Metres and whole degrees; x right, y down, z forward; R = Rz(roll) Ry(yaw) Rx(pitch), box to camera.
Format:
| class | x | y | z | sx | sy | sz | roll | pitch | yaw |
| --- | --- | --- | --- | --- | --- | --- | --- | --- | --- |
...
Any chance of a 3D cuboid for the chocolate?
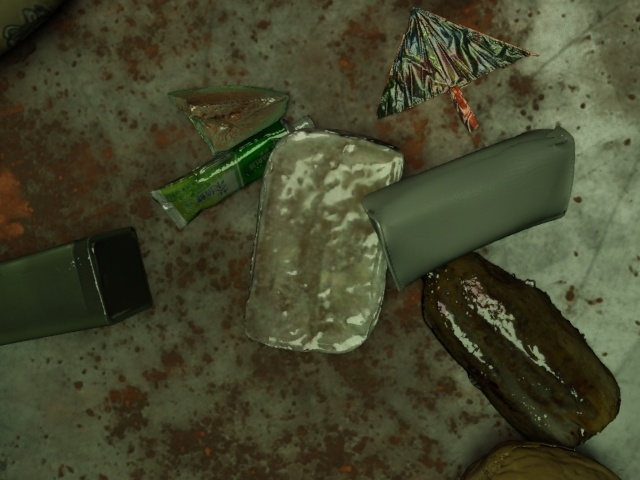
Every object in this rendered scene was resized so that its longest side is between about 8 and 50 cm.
| class | x | y | z | sx | sy | sz | roll | pitch | yaw |
| --- | --- | --- | --- | --- | --- | --- | --- | --- | --- |
| chocolate | 0.000 | 0.000 | 1.121 | 0.185 | 0.100 | 0.303 | 8 | 99 | -9 |

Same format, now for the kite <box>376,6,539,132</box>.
| class | x | y | z | sx | sy | sz | roll | pitch | yaw |
| --- | --- | --- | --- | --- | --- | --- | --- | --- | --- |
| kite | 0.173 | -0.235 | 1.126 | 0.232 | 0.009 | 0.189 | -25 | 92 | 9 |

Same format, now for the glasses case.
| class | x | y | z | sx | sy | sz | roll | pitch | yaw |
| --- | --- | --- | --- | --- | --- | --- | --- | --- | --- |
| glasses case | 0.193 | -0.047 | 1.073 | 0.308 | 0.083 | 0.128 | -22 | 114 | -19 |

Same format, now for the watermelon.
| class | x | y | z | sx | sy | sz | roll | pitch | yaw |
| --- | --- | --- | --- | --- | --- | --- | --- | --- | --- |
| watermelon | -0.119 | -0.170 | 1.144 | 0.155 | 0.080 | 0.101 | -17 | 110 | -9 |

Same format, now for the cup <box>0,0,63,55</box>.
| class | x | y | z | sx | sy | sz | roll | pitch | yaw |
| --- | --- | --- | --- | --- | --- | --- | --- | --- | --- |
| cup | -0.490 | -0.368 | 1.120 | 0.257 | 0.227 | 0.301 | -25 | 62 | -4 |

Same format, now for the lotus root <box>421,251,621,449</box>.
| class | x | y | z | sx | sy | sz | roll | pitch | yaw |
| --- | --- | --- | --- | --- | --- | --- | --- | --- | --- |
| lotus root | 0.266 | 0.148 | 1.119 | 0.329 | 0.078 | 0.167 | 44 | 97 | 1 |

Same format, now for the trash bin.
| class | x | y | z | sx | sy | sz | roll | pitch | yaw |
| --- | --- | --- | --- | --- | --- | --- | --- | --- | --- |
| trash bin | -0.382 | 0.071 | 1.146 | 0.241 | 0.164 | 0.122 | -13 | 94 | 9 |

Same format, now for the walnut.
| class | x | y | z | sx | sy | sz | roll | pitch | yaw |
| --- | --- | --- | --- | --- | --- | --- | --- | --- | --- |
| walnut | 0.289 | 0.361 | 1.077 | 0.245 | 0.198 | 0.198 | 21 | 98 | -9 |

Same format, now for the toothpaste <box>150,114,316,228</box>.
| class | x | y | z | sx | sy | sz | roll | pitch | yaw |
| --- | --- | --- | --- | --- | --- | --- | --- | --- | --- |
| toothpaste | -0.116 | -0.101 | 1.155 | 0.248 | 0.047 | 0.078 | -30 | 125 | 9 |
